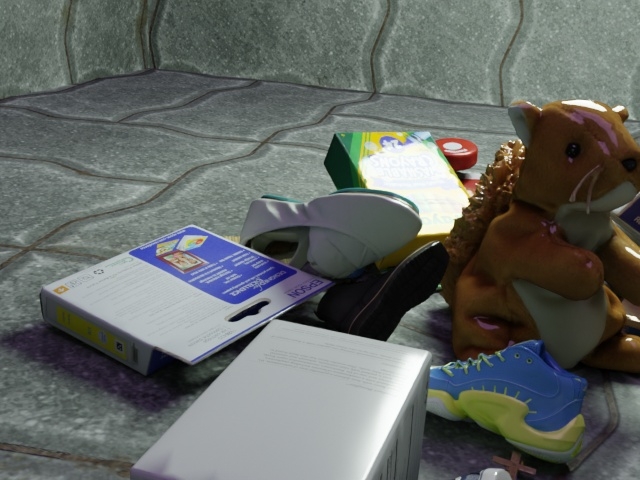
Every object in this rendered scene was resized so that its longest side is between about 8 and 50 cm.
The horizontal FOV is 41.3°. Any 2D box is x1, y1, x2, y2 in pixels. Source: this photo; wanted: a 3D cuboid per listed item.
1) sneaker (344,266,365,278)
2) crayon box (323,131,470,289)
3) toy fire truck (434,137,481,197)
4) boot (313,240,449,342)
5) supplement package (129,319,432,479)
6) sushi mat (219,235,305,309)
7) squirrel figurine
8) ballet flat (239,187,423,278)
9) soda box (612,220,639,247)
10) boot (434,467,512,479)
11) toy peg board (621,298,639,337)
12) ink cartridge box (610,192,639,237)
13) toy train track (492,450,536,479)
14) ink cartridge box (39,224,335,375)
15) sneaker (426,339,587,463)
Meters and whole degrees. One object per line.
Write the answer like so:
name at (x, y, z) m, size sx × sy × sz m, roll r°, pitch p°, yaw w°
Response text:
sneaker at (0.031, 0.012, 1.516) m, size 0.092 × 0.087 × 0.228 m, roll -11°, pitch 15°, yaw 17°
crayon box at (0.160, -0.061, 1.498) m, size 0.203 × 0.083 × 0.322 m, roll -4°, pitch 49°, yaw -26°
toy fire truck at (0.195, -0.087, 1.688) m, size 0.303 × 0.169 × 0.254 m, roll 3°, pitch 28°, yaw 4°
boot at (0.084, 0.063, 1.262) m, size 0.198 × 0.076 × 0.137 m, roll -43°, pitch 32°, yaw -15°
supplement package at (-0.022, 0.219, 0.763) m, size 0.178 × 0.175 × 0.293 m, roll 10°, pitch 21°, yaw 17°
sushi mat at (-0.120, 0.050, 1.462) m, size 0.152 × 0.019 × 0.316 m, roll 1°, pitch 20°, yaw -9°
squirrel figurine at (0.306, -0.027, 1.210) m, size 0.281 × 0.370 × 0.397 m, roll -3°, pitch 20°, yaw -16°
ballet flat at (0.000, 0.000, 1.337) m, size 0.139 × 0.139 × 0.400 m, roll -12°, pitch 9°, yaw -36°
soda box at (0.485, -0.014, 1.615) m, size 0.287 × 0.091 × 0.098 m, roll 2°, pitch 20°, yaw -2°
boot at (0.122, 0.290, 0.774) m, size 0.086 × 0.069 × 0.190 m, roll -20°, pitch 18°, yaw 31°
toy peg board at (0.552, 0.123, 1.291) m, size 0.161 × 0.079 × 0.161 m, roll 16°, pitch 39°, yaw 34°
ink cartridge box at (0.587, 0.001, 1.396) m, size 0.324 × 0.071 × 0.330 m, roll 33°, pitch 13°, yaw -15°
toy train track at (0.207, 0.260, 0.923) m, size 0.048 × 0.014 × 0.083 m, roll 16°, pitch 28°, yaw 15°
ink cartridge box at (-0.190, 0.089, 1.246) m, size 0.307 × 0.072 × 0.304 m, roll 23°, pitch 31°, yaw 32°
sneaker at (0.204, 0.163, 1.006) m, size 0.240 × 0.126 × 0.091 m, roll 20°, pitch 0°, yaw 25°
